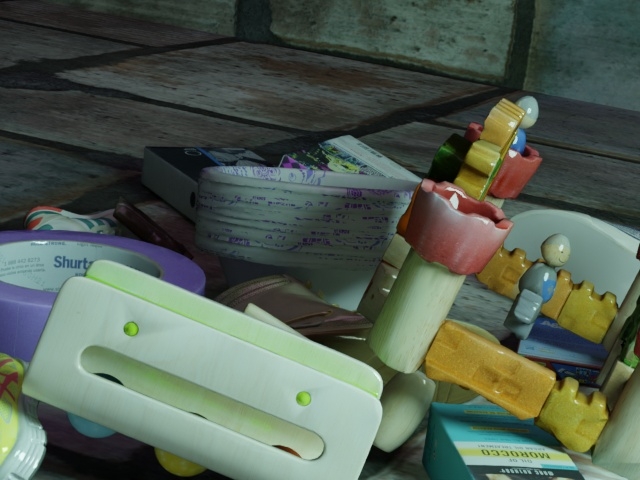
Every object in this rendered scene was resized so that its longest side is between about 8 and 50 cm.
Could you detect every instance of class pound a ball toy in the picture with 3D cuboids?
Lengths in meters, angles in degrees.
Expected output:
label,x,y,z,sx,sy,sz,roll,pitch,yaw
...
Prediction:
label,x,y,z,sx,sy,sz,roll,pitch,yaw
pound a ball toy,-0.070,0.133,1.394,0.319,0.136,0.208,23,6,-1

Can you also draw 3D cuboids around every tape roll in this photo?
label,x,y,z,sx,sy,sz,roll,pitch,yaw
tape roll,-0.255,0.067,1.680,0.275,0.090,0.275,7,15,-2

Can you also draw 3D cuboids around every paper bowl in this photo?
label,x,y,z,sx,sy,sz,roll,pitch,yaw
paper bowl,0.000,0.000,1.879,0.284,0.148,0.284,4,5,0

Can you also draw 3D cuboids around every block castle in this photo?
label,x,y,z,sx,sy,sz,roll,pitch,yaw
block castle,0.228,0.017,1.564,0.303,0.213,0.453,26,15,5

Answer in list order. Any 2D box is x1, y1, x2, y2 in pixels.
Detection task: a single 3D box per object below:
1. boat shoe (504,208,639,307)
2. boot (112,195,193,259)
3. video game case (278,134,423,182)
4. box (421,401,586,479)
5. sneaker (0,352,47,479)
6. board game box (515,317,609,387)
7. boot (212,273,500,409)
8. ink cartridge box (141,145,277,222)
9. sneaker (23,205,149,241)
label,x,y,z,sx,sy,sz,roll,pitch,yaw
boat shoe,0.391,0.047,2.006,0.340,0.127,0.158,22,14,25
boot,-0.208,-0.006,1.972,0.114,0.037,0.106,43,6,3
video game case,0.082,-0.059,2.254,0.232,0.042,0.210,32,22,16
box,0.158,0.206,1.382,0.100,0.060,0.244,4,15,-10
sneaker,-0.284,0.136,1.367,0.094,0.081,0.208,26,7,-22
board game box,0.354,0.134,1.806,0.281,0.027,0.145,9,16,9
boot,0.031,0.098,1.687,0.262,0.095,0.203,-2,15,-21
ink cartridge box,-0.117,-0.065,2.294,0.165,0.065,0.332,0,17,-26
sneaker,-0.277,-0.001,2.018,0.161,0.057,0.075,4,32,-15
